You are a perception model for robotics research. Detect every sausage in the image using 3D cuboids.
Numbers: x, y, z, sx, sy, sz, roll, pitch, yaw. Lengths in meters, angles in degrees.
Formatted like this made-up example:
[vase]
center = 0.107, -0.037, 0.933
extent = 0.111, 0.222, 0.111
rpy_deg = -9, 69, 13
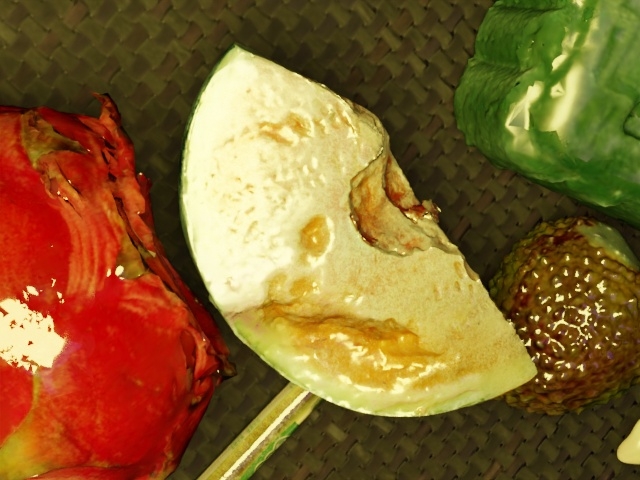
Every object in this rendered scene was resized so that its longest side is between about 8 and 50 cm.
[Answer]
[sausage]
center = -0.046, 0.162, 1.063
extent = 0.269, 0.033, 0.033
rpy_deg = -46, 107, -4

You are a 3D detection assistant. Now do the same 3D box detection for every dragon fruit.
[dragon fruit]
center = -0.215, 0.053, 0.872
extent = 0.301, 0.295, 0.296
rpy_deg = -18, 105, 15

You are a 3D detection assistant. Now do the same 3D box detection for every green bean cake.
[green bean cake]
center = 0.300, -0.154, 1.035
extent = 0.307, 0.169, 0.300
rpy_deg = 23, 93, -16

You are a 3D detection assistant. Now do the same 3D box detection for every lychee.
[lychee]
center = 0.202, 0.069, 1.056
extent = 0.171, 0.171, 0.171
rpy_deg = -3, 100, -15

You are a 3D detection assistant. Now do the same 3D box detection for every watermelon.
[watermelon]
center = -0.005, 0.004, 0.971
extent = 0.175, 0.188, 0.322
rpy_deg = -33, 100, -4

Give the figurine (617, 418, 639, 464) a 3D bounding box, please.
[figurine]
center = 0.381, 0.133, 1.133
extent = 0.155, 0.127, 0.235
rpy_deg = 34, 93, -32
